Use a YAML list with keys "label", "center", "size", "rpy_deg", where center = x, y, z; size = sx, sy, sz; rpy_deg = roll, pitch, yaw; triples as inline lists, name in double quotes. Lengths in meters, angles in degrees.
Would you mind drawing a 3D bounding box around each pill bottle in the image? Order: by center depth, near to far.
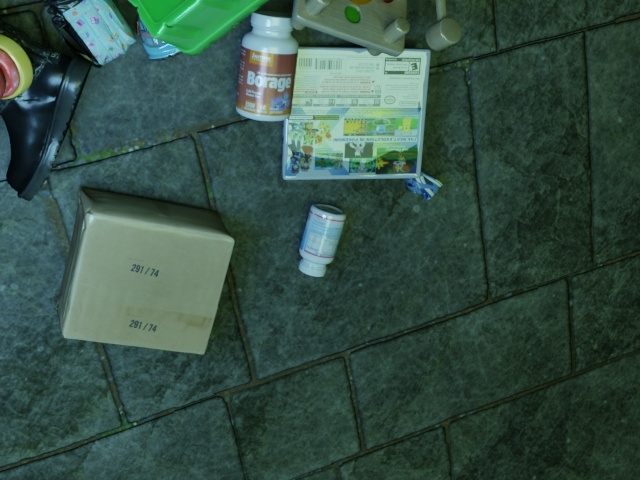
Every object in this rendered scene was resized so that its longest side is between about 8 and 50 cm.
- label: "pill bottle"
  center: [-0.111, -0.370, 1.843]
  size: [0.121, 0.121, 0.216]
  rpy_deg: [-1, 114, -20]
- label: "pill bottle"
  center: [0.000, 0.000, 2.060]
  size: [0.087, 0.087, 0.160]
  rpy_deg: [9, 108, -24]

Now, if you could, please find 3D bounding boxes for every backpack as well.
- label: "backpack"
  center: [-0.444, -0.426, 1.686]
  size: [0.115, 0.152, 0.182]
  rpy_deg: [-28, 132, 6]

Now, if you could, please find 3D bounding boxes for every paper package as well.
- label: "paper package"
  center: [-0.386, 0.071, 1.897]
  size: [0.324, 0.168, 0.310]
  rpy_deg: [9, 109, -25]

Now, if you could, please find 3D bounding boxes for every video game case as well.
- label: "video game case"
  center: [0.078, -0.286, 1.975]
  size: [0.328, 0.036, 0.300]
  rpy_deg: [-2, 110, -12]

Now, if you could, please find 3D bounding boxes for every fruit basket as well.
- label: "fruit basket"
  center: [-0.241, -0.573, 1.654]
  size: [0.283, 0.392, 0.392]
  rpy_deg: [-31, 122, 24]

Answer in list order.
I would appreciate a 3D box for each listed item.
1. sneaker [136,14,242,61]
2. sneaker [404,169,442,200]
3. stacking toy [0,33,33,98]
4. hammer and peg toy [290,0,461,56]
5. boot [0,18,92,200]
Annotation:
- label: "sneaker"
  center: [-0.250, -0.467, 1.766]
  size: [0.261, 0.104, 0.125]
  rpy_deg: [-30, 115, -9]
- label: "sneaker"
  center: [0.230, -0.145, 2.109]
  size: [0.144, 0.053, 0.059]
  rpy_deg: [28, 101, -27]
- label: "stacking toy"
  center: [-0.697, -0.266, 1.543]
  size: [0.279, 0.130, 0.309]
  rpy_deg: [35, 126, -12]
- label: "hammer and peg toy"
  center: [0.115, -0.522, 1.823]
  size: [0.361, 0.127, 0.266]
  rpy_deg: [12, 72, -25]
- label: "boot"
  center: [-0.616, -0.263, 1.688]
  size: [0.260, 0.131, 0.348]
  rpy_deg: [22, 117, -16]
